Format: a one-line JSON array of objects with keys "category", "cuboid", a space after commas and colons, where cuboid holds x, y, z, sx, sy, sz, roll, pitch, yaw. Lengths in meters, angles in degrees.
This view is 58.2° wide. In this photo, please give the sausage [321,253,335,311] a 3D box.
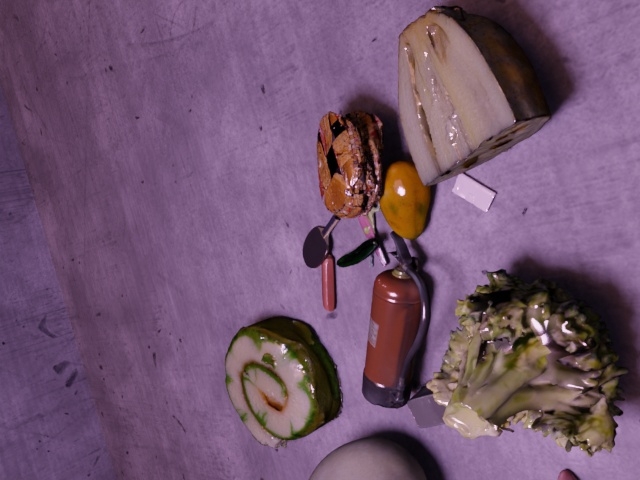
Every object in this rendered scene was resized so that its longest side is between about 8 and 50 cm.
[{"category": "sausage", "cuboid": [0.020, 0.105, 1.409, 0.030, 0.035, 0.147, -152, 55, -63]}]

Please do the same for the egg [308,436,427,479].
[{"category": "egg", "cuboid": [0.100, 0.596, 1.322, 0.258, 0.258, 0.352, 58, 137, 14]}]

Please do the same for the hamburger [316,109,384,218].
[{"category": "hamburger", "cuboid": [0.057, -0.156, 1.188, 0.231, 0.107, 0.231, 177, 90, -68]}]

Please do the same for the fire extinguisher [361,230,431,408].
[{"category": "fire extinguisher", "cuboid": [0.179, 0.185, 1.209, 0.200, 0.113, 0.376, 29, 122, 49]}]

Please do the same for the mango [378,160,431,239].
[{"category": "mango", "cuboid": [0.167, -0.083, 1.165, 0.111, 0.089, 0.163, 31, 130, 35]}]

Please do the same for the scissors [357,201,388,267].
[{"category": "scissors", "cuboid": [0.108, -0.029, 1.287, 0.133, 0.020, 0.187, -8, 97, 52]}]

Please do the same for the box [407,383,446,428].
[{"category": "box", "cuboid": [0.250, 0.351, 1.232, 0.122, 0.069, 0.084, -34, 78, 45]}]

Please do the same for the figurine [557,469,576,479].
[{"category": "figurine", "cuboid": [0.532, 0.615, 0.980, 0.421, 0.154, 0.193, 43, 124, 25]}]

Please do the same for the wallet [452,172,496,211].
[{"category": "wallet", "cuboid": [0.291, -0.092, 1.094, 0.083, 0.011, 0.044, 38, 127, 30]}]

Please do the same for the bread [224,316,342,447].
[{"category": "bread", "cuboid": [-0.111, 0.399, 1.560, 0.366, 0.129, 0.382, 16, 114, 40]}]

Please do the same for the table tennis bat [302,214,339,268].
[{"category": "table tennis bat", "cuboid": [0.000, 0.000, 1.393, 0.158, 0.014, 0.095, -55, 43, 32]}]

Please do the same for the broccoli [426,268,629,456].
[{"category": "broccoli", "cuboid": [0.308, 0.215, 0.975, 0.348, 0.281, 0.293, -20, 100, 45]}]

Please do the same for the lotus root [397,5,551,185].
[{"category": "lotus root", "cuboid": [0.244, -0.268, 0.998, 0.267, 0.149, 0.260, -39, 70, 62]}]

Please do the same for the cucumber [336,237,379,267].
[{"category": "cucumber", "cuboid": [0.085, 0.032, 1.303, 0.036, 0.033, 0.184, 44, 146, -7]}]
